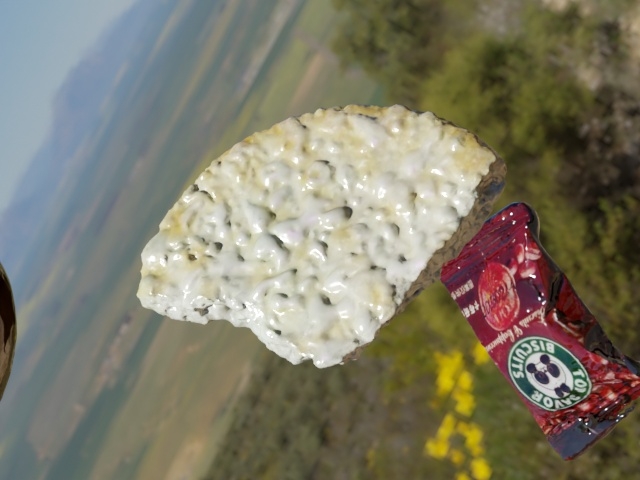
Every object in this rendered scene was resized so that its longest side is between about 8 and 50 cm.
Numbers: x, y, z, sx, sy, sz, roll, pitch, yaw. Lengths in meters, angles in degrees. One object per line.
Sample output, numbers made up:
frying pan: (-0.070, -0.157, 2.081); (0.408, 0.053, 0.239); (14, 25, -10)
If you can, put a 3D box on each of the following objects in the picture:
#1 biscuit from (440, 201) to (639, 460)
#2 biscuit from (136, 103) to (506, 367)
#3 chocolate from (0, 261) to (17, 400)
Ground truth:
biscuit: (0.210, 0.083, 1.473); (0.063, 0.235, 0.151); (-32, -9, -39)
biscuit: (0.000, 0.000, 1.048); (0.040, 0.265, 0.188); (47, -150, -61)
chocolate: (-0.205, 0.056, 0.748); (0.127, 0.124, 0.133); (-114, 17, -62)
